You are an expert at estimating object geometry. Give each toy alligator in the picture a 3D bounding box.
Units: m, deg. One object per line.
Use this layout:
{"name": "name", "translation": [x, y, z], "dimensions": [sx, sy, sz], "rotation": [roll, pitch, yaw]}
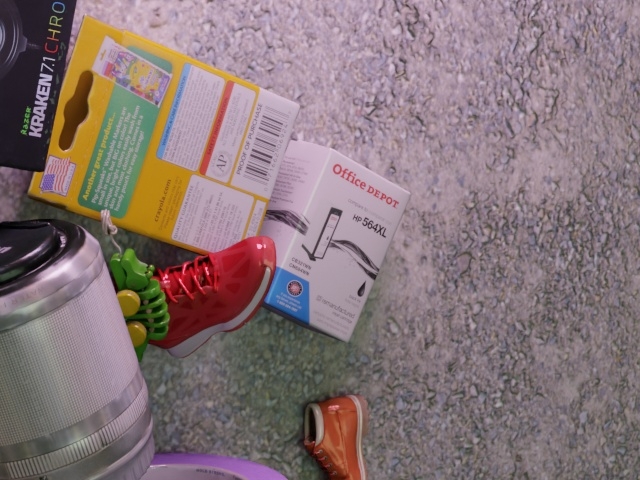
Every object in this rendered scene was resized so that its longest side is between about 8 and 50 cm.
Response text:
{"name": "toy alligator", "translation": [-0.195, 0.049, 1.917], "dimensions": [0.051, 0.056, 0.189], "rotation": [-4, 119, 8]}

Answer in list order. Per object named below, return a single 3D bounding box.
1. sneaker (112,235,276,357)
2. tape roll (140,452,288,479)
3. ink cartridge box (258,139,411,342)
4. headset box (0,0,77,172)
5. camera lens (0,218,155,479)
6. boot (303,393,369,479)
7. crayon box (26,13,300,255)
{"name": "sneaker", "translation": [-0.153, 0.055, 1.976], "dimensions": [0.128, 0.221, 0.087], "rotation": [19, 44, -32]}
{"name": "tape roll", "translation": [-0.166, 0.317, 1.960], "dimensions": [0.275, 0.275, 0.090], "rotation": [-9, 103, -36]}
{"name": "ink cartridge box", "translation": [0.000, 0.000, 2.145], "dimensions": [0.148, 0.086, 0.203], "rotation": [27, 83, -38]}
{"name": "headset box", "translation": [-0.403, -0.213, 1.764], "dimensions": [0.283, 0.131, 0.246], "rotation": [10, 92, -38]}
{"name": "camera lens", "translation": [-0.304, 0.129, 1.852], "dimensions": [0.219, 0.219, 0.274], "rotation": [-29, 116, -30]}
{"name": "boot", "translation": [0.014, 0.274, 2.234], "dimensions": [0.085, 0.059, 0.158], "rotation": [-2, 92, -34]}
{"name": "crayon box", "translation": [-0.187, -0.109, 1.969], "dimensions": [0.323, 0.083, 0.203], "rotation": [20, 86, -44]}
